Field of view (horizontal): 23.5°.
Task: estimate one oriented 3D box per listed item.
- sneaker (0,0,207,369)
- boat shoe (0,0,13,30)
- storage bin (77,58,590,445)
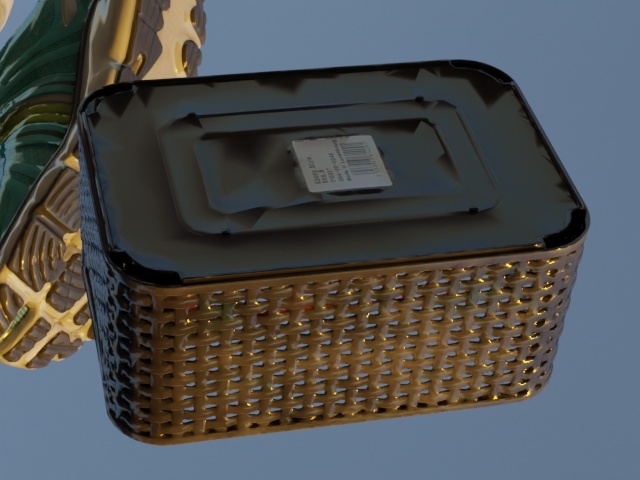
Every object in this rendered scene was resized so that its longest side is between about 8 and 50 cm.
[{"bbox_3d":[-0.143,-0.053,0.861,0.110,0.107,0.275,0,-121,24],"label":"sneaker"},{"bbox_3d":[-0.415,-0.204,1.275,0.367,0.136,0.156,-13,-138,16],"label":"boat shoe"},{"bbox_3d":[0.000,0.000,0.603,0.180,0.084,0.122,-6,-138,-13],"label":"storage bin"}]
